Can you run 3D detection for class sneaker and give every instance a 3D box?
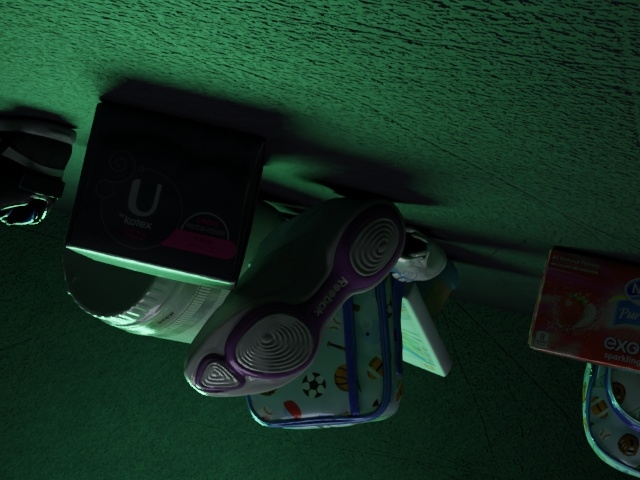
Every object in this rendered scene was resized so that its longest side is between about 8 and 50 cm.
[{"bbox_3d":[-0.040,0.062,1.562,0.152,0.305,0.114,22,148,58],"label":"sneaker"},{"bbox_3d":[-0.363,-0.080,1.603,0.079,0.121,0.217,16,175,-31],"label":"sneaker"},{"bbox_3d":[0.123,0.016,1.837,0.083,0.071,0.191,2,171,40],"label":"sneaker"}]

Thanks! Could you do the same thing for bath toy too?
[{"bbox_3d":[0.073,0.060,2.331,0.348,0.129,0.151,5,128,52],"label":"bath toy"}]

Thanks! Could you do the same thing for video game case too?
[{"bbox_3d":[0.047,0.100,2.202,0.300,0.036,0.329,20,160,24],"label":"video game case"}]

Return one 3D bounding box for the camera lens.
[{"bbox_3d":[-0.179,0.027,1.845,0.219,0.219,0.274,10,175,39],"label":"camera lens"}]

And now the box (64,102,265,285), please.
[{"bbox_3d":[-0.149,-0.035,1.377,0.165,0.143,0.270,12,176,-2],"label":"box"}]

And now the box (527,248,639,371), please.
[{"bbox_3d":[0.392,0.099,1.678,0.257,0.128,0.122,12,176,10],"label":"box"}]

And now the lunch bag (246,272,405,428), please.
[{"bbox_3d":[0.007,0.119,1.984,0.243,0.303,0.115,-6,172,21],"label":"lunch bag"}]

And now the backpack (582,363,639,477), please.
[{"bbox_3d":[0.476,0.197,1.838,0.276,0.263,0.213,13,176,16],"label":"backpack"}]
